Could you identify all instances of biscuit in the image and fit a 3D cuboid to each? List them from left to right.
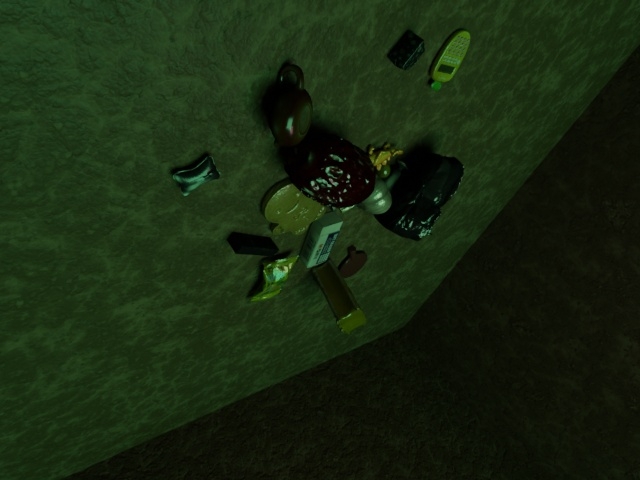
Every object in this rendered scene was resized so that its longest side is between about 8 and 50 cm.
[{"bbox_3d":[-0.101,-0.128,1.790,0.275,0.052,0.355,-40,153,2],"label":"biscuit"}]

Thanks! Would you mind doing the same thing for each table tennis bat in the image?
[{"bbox_3d":[0.180,0.122,2.504,0.200,0.038,0.310,-31,152,-14],"label":"table tennis bat"}]

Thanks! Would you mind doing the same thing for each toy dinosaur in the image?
[{"bbox_3d":[0.225,-0.338,1.852,0.288,0.070,0.117,-14,144,-30],"label":"toy dinosaur"}]

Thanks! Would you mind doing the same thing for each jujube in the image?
[{"bbox_3d":[0.043,-0.241,1.586,0.258,0.258,0.377,-50,155,20],"label":"jujube"}]

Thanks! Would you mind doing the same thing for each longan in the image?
[{"bbox_3d":[0.271,-0.314,1.944,0.075,0.083,0.075,6,167,1],"label":"longan"}]

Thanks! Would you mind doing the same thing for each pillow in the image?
[{"bbox_3d":[-0.374,-0.198,1.364,0.136,0.055,0.091,-30,169,-12],"label":"pillow"}]

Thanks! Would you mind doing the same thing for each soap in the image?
[{"bbox_3d":[0.096,0.304,2.348,0.156,0.335,0.293,-31,148,1],"label":"soap"}]

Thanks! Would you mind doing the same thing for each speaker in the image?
[{"bbox_3d":[-0.264,0.019,1.780,0.044,0.082,0.218,-51,149,21],"label":"speaker"}]

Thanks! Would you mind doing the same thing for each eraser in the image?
[{"bbox_3d":[0.000,0.000,2.064,0.124,0.081,0.279,-18,146,-35],"label":"eraser"}]

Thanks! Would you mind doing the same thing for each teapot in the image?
[{"bbox_3d":[-0.103,-0.394,1.333,0.178,0.135,0.252,-57,158,-58],"label":"teapot"}]

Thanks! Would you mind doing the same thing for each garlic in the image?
[{"bbox_3d":[0.168,-0.176,1.815,0.212,0.218,0.218,-37,152,3],"label":"garlic"}]

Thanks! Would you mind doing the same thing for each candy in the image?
[{"bbox_3d":[-0.217,0.185,2.081,0.187,0.081,0.297,-14,144,-36],"label":"candy"}]

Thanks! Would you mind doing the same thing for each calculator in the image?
[{"bbox_3d":[0.483,-0.677,1.688,0.146,0.032,0.234,-10,139,-42],"label":"calculator"}]

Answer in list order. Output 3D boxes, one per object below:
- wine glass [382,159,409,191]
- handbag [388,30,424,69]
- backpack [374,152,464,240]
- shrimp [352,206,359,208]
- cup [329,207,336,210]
[{"bbox_3d":[0.324,-0.283,2.015,0.155,0.072,0.072,-52,151,1],"label":"wine glass"},{"bbox_3d":[0.304,-0.631,1.523,0.115,0.072,0.139,-51,163,18],"label":"handbag"},{"bbox_3d":[0.461,-0.216,2.057,0.255,0.363,0.445,34,97,-24],"label":"backpack"},{"bbox_3d":[0.176,-0.207,2.007,0.296,0.058,0.169,-14,136,-43],"label":"shrimp"},{"bbox_3d":[0.064,-0.193,1.888,0.099,0.102,0.074,-35,-170,-11],"label":"cup"}]
